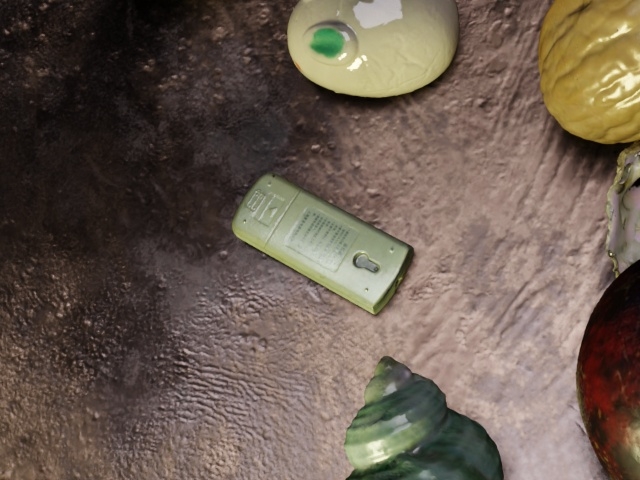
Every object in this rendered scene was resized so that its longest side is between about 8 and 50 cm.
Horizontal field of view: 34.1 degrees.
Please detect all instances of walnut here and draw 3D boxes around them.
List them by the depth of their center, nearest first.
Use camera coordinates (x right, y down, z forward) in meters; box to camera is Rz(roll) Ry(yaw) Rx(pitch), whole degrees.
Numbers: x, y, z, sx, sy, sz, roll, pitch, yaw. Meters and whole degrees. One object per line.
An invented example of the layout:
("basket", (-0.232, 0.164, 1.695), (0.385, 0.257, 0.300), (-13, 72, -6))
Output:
("walnut", (0.365, -0.223, 1.201), (0.261, 0.224, 0.225), (-31, 57, 47))

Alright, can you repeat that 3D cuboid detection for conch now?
("conch", (0.092, 0.264, 1.139), (0.220, 0.195, 0.277), (-2, 95, 43))

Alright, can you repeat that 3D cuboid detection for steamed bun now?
("steamed bun", (0.065, -0.283, 1.358), (0.228, 0.131, 0.177), (-3, 71, 11))

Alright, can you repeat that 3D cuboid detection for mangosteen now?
("mangosteen", (0.422, 0.133, 0.999), (0.359, 0.306, 0.306), (-27, 60, 42))

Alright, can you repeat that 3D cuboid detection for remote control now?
("remote control", (0.000, 0.000, 1.321), (0.233, 0.038, 0.098), (28, 80, 21))

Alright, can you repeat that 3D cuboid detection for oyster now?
("oyster", (0.381, -0.040, 1.221), (0.132, 0.072, 0.209), (3, 84, -15))
